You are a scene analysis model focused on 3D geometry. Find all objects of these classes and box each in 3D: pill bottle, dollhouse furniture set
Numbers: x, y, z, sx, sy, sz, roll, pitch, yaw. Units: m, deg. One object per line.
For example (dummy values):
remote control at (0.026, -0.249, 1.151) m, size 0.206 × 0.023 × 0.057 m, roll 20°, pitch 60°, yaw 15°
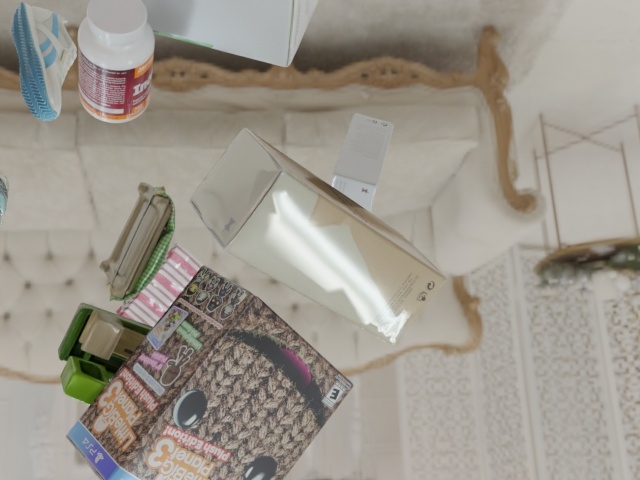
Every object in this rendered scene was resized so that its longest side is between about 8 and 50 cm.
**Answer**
pill bottle at (-0.235, -0.211, 1.072) m, size 0.086 × 0.086 × 0.152 m, roll 2°, pitch 151°, yaw -12°
dollhouse furniture set at (-0.237, 0.083, 1.328) m, size 0.151 × 0.302 × 0.197 m, roll 25°, pitch -179°, yaw -21°

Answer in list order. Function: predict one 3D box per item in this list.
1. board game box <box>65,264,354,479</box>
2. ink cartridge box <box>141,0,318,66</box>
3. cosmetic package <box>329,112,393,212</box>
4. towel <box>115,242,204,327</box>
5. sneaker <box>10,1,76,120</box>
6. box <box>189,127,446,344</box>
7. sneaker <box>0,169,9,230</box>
board game box at (-0.142, 0.226, 1.244) m, size 0.232 × 0.291 × 0.141 m, roll 45°, pitch 168°, yaw -35°
ink cartridge box at (-0.094, -0.373, 1.166) m, size 0.211 × 0.289 × 0.122 m, roll 14°, pitch 142°, yaw 5°
cosmetic package at (0.067, -0.121, 1.673) m, size 0.085 × 0.231 × 0.117 m, roll 16°, pitch 125°, yaw 4°
towel at (-0.304, 0.119, 1.886) m, size 0.144 × 0.197 × 0.029 m, roll 45°, pitch 172°, yaw -37°
sneaker at (-0.463, -0.306, 1.596) m, size 0.092 × 0.229 × 0.087 m, roll 5°, pitch 150°, yaw -39°
box at (0.000, 0.000, 1.200) m, size 0.311 × 0.148 × 0.121 m, roll 32°, pitch 100°, yaw -38°
sneaker at (-0.623, 0.010, 1.622) m, size 0.110 × 0.283 × 0.122 m, roll 15°, pitch -165°, yaw -29°
